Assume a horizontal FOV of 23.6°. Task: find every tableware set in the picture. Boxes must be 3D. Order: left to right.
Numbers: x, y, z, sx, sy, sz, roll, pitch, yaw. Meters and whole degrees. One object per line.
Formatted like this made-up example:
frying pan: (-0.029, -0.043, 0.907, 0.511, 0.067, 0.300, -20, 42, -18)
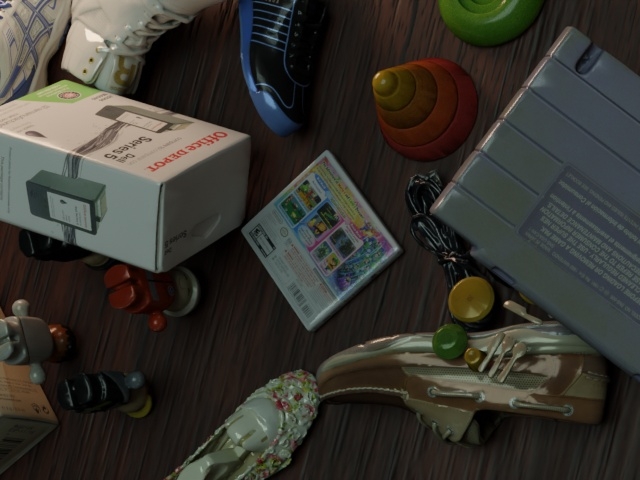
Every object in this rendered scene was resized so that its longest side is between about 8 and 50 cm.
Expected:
tableware set: (0.180, 0.062, 1.512, 0.104, 0.024, 0.154, 28, 83, 31)

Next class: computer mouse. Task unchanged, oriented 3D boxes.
computer mouse: (0.215, -0.037, 1.585, 0.272, 0.072, 0.188, -37, 66, 42)

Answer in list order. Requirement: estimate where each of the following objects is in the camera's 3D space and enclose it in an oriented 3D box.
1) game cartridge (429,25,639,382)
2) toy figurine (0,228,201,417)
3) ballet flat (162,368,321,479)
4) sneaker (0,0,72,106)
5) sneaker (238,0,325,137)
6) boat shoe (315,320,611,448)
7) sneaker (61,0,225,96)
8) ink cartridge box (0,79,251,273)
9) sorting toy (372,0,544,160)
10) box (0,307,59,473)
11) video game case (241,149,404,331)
game cartridge: (0.305, -0.006, 1.448, 0.355, 0.068, 0.230, 37, 96, -3)
toy figurine: (-0.266, 0.090, 1.800, 0.213, 0.148, 0.209, 25, 98, 28)
ballet flat: (-0.094, 0.238, 1.706, 0.241, 0.077, 0.091, -49, 61, 11)
sneaker: (-0.401, -0.267, 1.949, 0.112, 0.131, 0.296, -1, 78, 30)
sneaker: (-0.038, -0.238, 1.773, 0.090, 0.081, 0.232, -21, 69, 31)
boat shoe: (0.141, 0.154, 1.574, 0.324, 0.123, 0.116, -8, 78, 29)
sneaker: (-0.208, -0.252, 1.843, 0.292, 0.108, 0.169, 6, 84, 50)
ink cartridge box: (-0.243, -0.079, 1.752, 0.273, 0.198, 0.115, 17, 117, 22)
sorting toy: (0.152, -0.265, 1.651, 0.127, 0.126, 0.365, 32, 96, 30)
box: (-0.470, 0.138, 1.905, 0.148, 0.121, 0.311, -39, 64, 16)
video game case: (0.000, 0.000, 1.739, 0.143, 0.019, 0.157, -42, 62, 14)
